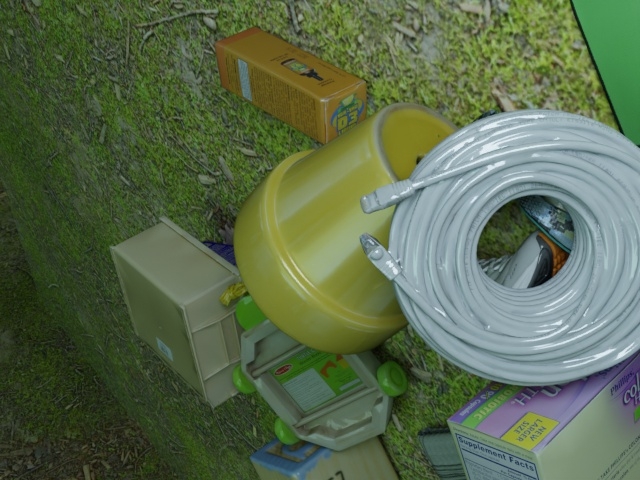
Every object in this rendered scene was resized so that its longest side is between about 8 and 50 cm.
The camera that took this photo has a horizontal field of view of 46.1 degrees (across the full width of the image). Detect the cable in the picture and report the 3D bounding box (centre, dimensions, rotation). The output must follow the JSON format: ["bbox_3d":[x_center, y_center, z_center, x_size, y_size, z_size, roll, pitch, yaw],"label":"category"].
[{"bbox_3d":[0.191,0.008,0.696,0.257,0.257,0.089,58,-171,-9],"label":"cable"}]

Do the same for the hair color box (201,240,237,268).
[{"bbox_3d":[-0.152,0.112,1.450,0.339,0.110,0.185,7,123,57],"label":"hair color box"}]

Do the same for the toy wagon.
[{"bbox_3d":[-0.029,0.196,1.248,0.267,0.068,0.344,-33,98,34],"label":"toy wagon"}]

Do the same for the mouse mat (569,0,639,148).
[{"bbox_3d":[0.284,-0.173,0.618,0.153,0.007,0.189,-9,108,59],"label":"mouse mat"}]

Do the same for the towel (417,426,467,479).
[{"bbox_3d":[0.299,0.396,1.070,0.312,0.056,0.324,58,150,1],"label":"towel"}]

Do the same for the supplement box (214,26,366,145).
[{"bbox_3d":[-0.043,-0.211,1.013,0.233,0.078,0.080,34,142,38],"label":"supplement box"}]

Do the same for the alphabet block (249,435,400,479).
[{"bbox_3d":[0.017,0.454,1.421,0.193,0.192,0.197,-9,108,61],"label":"alphabet block"}]

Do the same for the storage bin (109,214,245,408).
[{"bbox_3d":[-0.246,0.133,1.382,0.262,0.123,0.260,31,139,40],"label":"storage bin"}]

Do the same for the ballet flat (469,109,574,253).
[{"bbox_3d":[0.221,-0.063,0.765,0.188,0.070,0.070,45,148,17],"label":"ballet flat"}]

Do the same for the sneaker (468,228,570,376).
[{"bbox_3d":[0.195,0.057,0.880,0.121,0.099,0.262,51,149,23],"label":"sneaker"}]

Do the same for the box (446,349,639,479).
[{"bbox_3d":[0.275,0.244,0.803,0.117,0.214,0.242,8,124,54],"label":"box"}]

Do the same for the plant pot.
[{"bbox_3d":[0.060,-0.027,0.877,0.254,0.254,0.239,55,136,8],"label":"plant pot"}]
